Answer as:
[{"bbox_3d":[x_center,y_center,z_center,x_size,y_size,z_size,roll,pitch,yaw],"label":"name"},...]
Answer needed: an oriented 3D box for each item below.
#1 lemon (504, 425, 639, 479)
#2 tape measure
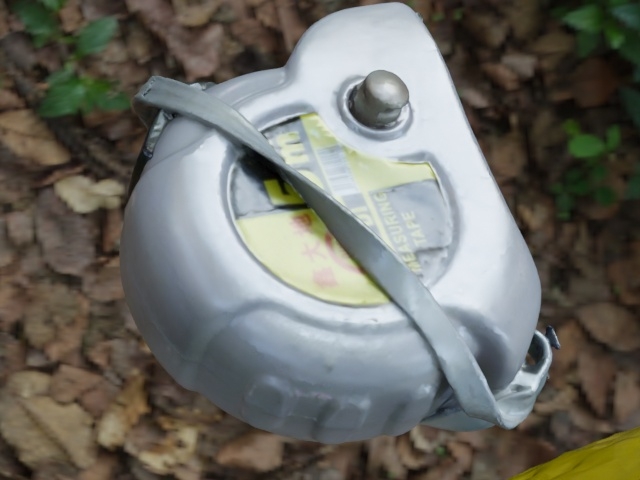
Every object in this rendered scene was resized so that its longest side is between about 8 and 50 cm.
[{"bbox_3d":[0.134,0.187,0.423,0.336,0.336,0.336,1,89,-31],"label":"lemon"},{"bbox_3d":[0.000,0.000,0.867,0.197,0.120,0.236,-10,60,-24],"label":"tape measure"}]
